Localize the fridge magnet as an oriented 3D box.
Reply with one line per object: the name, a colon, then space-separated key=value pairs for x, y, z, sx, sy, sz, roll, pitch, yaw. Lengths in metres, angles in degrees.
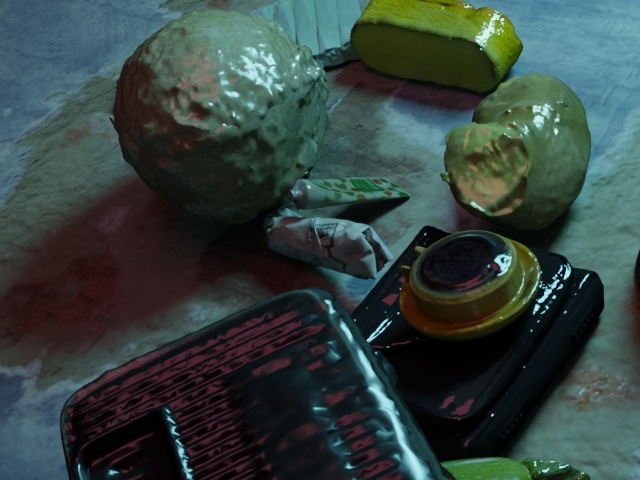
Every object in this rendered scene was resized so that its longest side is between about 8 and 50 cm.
fridge magnet: x=0.144 y=0.041 z=1.116 sx=0.143 sy=0.063 sz=0.143 roll=-16 pitch=34 yaw=12

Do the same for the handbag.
handbag: x=0.132 y=0.099 z=1.175 sx=0.244 sy=0.088 sz=0.275 roll=17 pitch=55 yaw=40

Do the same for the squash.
squash: x=0.171 y=0.228 z=1.027 sx=0.132 sy=0.105 sz=0.105 roll=-18 pitch=39 yaw=-19

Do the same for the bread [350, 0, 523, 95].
bread: x=0.154 y=-0.274 z=1.541 sx=0.245 sy=0.102 sz=0.094 roll=17 pitch=57 yaw=37

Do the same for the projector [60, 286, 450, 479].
projector: x=0.029 y=0.296 z=0.762 sx=0.242 sy=0.405 sz=0.395 roll=-25 pitch=42 yaw=-3

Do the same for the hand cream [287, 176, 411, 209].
hand cream: x=0.031 y=-0.060 z=1.372 sx=0.165 sy=0.037 sz=0.057 roll=-7 pitch=31 yaw=-35

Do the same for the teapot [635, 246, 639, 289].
teapot: x=0.397 y=-0.027 z=1.143 sx=0.162 sy=0.149 sz=0.239 roll=25 pitch=60 yaw=41

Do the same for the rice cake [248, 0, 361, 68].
rice cake: x=-0.016 y=-0.315 z=1.702 sx=0.189 sy=0.037 sz=0.198 roll=-20 pitch=41 yaw=2

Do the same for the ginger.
ginger: x=0.232 y=-0.103 z=1.301 sx=0.138 sy=0.152 sz=0.267 roll=-29 pitch=15 yaw=33

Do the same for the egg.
egg: x=-0.121 y=-0.159 z=1.411 sx=0.279 sy=0.279 sz=0.310 roll=-6 pitch=25 yaw=17

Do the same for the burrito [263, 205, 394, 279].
burrito: x=0.000 y=0.000 z=1.329 sx=0.064 sy=0.064 sz=0.203 roll=-44 pitch=34 yaw=-23
